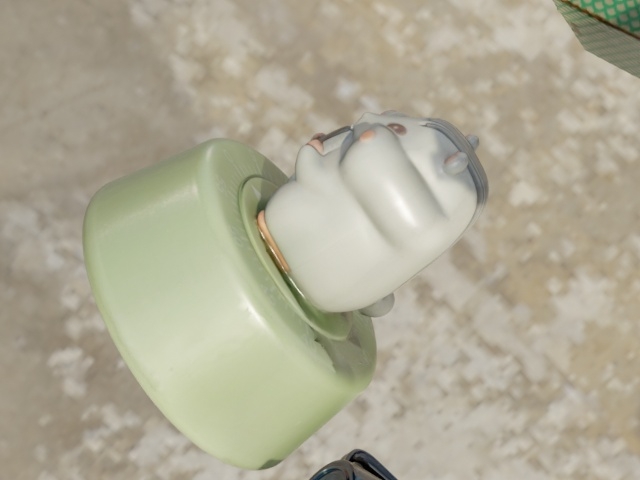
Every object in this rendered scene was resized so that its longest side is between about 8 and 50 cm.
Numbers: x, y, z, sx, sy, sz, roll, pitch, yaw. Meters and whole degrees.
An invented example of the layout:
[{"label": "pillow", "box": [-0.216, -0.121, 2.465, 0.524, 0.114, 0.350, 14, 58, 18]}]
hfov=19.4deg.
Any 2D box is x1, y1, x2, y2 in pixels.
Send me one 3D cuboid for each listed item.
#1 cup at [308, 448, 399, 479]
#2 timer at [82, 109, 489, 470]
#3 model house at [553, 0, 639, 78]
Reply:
[{"label": "cup", "box": [0.043, 0.278, 1.768, 0.138, 0.113, 0.150, 35, 4, -23]}, {"label": "timer", "box": [0.000, 0.000, 1.611, 0.291, 0.315, 0.291, 48, 21, -25]}, {"label": "model house", "box": [0.270, -0.192, 1.347, 0.206, 0.271, 0.178, -31, 50, -32]}]
